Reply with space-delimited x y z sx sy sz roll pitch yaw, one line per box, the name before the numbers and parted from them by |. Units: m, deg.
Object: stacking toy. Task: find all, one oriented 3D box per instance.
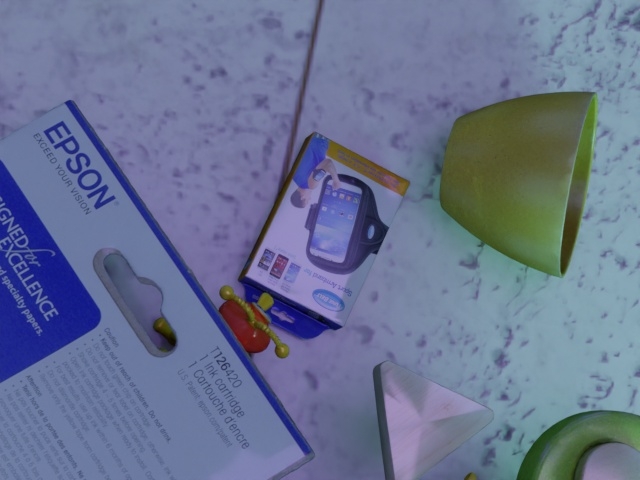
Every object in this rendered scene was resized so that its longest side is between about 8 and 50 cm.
stacking toy | 0.134 0.223 1.189 0.309 0.130 0.279 16 76 -11

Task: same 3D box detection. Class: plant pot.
plant pot | 0.139 -0.048 1.349 0.095 0.134 0.134 11 76 13

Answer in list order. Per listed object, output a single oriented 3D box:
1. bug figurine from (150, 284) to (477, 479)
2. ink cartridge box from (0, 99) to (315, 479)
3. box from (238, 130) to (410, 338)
bug figurine | -0.031 0.176 1.280 0.279 0.072 0.216 42 73 -5
ink cartridge box | -0.214 0.105 1.216 0.307 0.072 0.303 -29 73 -19
box | 0.000 0.000 1.344 0.081 0.028 0.136 27 73 -9
